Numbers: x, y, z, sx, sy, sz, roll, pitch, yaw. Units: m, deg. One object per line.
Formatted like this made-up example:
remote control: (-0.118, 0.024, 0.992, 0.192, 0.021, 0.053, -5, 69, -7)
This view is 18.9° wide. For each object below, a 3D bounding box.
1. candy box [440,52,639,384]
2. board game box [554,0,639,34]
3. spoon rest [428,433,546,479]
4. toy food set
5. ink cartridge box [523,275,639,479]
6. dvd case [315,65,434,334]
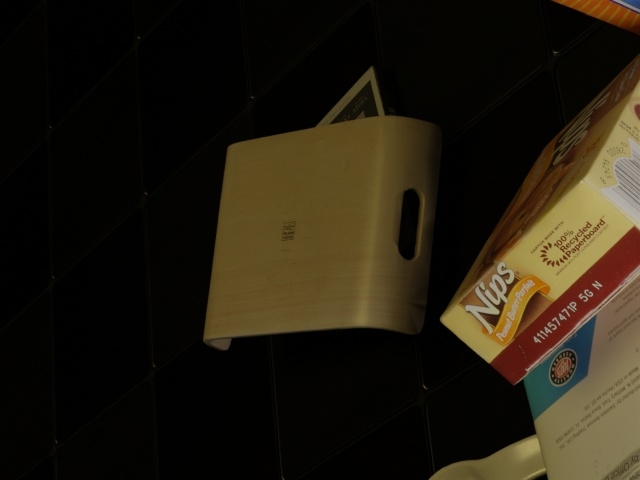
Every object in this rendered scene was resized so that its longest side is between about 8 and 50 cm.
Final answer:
candy box: (0.225, -0.038, 1.559, 0.183, 0.087, 0.316, -47, 3, 36)
board game box: (0.295, -0.407, 1.519, 0.356, 0.356, 0.357, -17, 63, 52)
spoon rest: (0.157, 0.237, 1.708, 0.276, 0.084, 0.137, -43, 44, 38)
toy food set: (0.000, 0.000, 2.006, 0.306, 0.092, 0.220, -8, 70, 46)
ink cartridge box: (0.295, 0.169, 1.483, 0.223, 0.129, 0.307, -44, 43, 38)
dvd case: (0.037, -0.044, 2.059, 0.179, 0.029, 0.239, -45, 43, 37)
